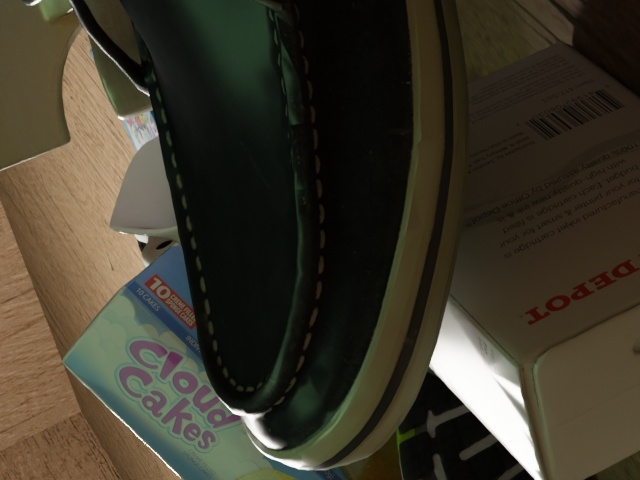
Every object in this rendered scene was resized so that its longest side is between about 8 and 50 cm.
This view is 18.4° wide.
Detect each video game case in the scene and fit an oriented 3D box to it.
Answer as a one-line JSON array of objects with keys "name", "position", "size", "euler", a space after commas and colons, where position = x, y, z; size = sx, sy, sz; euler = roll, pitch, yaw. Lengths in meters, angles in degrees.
[{"name": "video game case", "position": [-0.190, -0.150, 1.974], "size": [0.119, 0.015, 0.166], "euler": [65, 167, -3]}]

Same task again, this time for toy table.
[{"name": "toy table", "position": [-0.108, -0.143, 1.022], "size": [0.274, 0.252, 0.161], "euler": [-36, -75, -74]}]

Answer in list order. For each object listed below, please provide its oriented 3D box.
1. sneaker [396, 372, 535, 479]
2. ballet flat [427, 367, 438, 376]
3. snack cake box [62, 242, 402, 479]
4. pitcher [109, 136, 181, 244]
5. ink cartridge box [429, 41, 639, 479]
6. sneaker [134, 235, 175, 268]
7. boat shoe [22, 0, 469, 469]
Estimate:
[{"name": "sneaker", "position": [0.125, 0.204, 1.240], "size": [0.121, 0.111, 0.300], "euler": [149, 100, -84]}, {"name": "ballet flat", "position": [0.079, 0.002, 1.136], "size": [0.068, 0.072, 0.213], "euler": [25, 142, 15]}, {"name": "snack cake box", "position": [-0.025, 0.116, 1.337], "size": [0.264, 0.152, 0.089], "euler": [43, 125, 2]}, {"name": "pitcher", "position": [0.000, 0.000, 1.238], "size": [0.207, 0.125, 0.178], "euler": [37, 142, -28]}, {"name": "ink cartridge box", "position": [0.103, 0.005, 0.867], "size": [0.190, 0.140, 0.082], "euler": [48, 159, 50]}, {"name": "sneaker", "position": [-0.122, 0.038, 1.952], "size": [0.121, 0.079, 0.217], "euler": [65, 175, -17]}, {"name": "boat shoe", "position": [-0.051, -0.152, 0.816], "size": [0.187, 0.156, 0.500], "euler": [-6, 90, 61]}]
